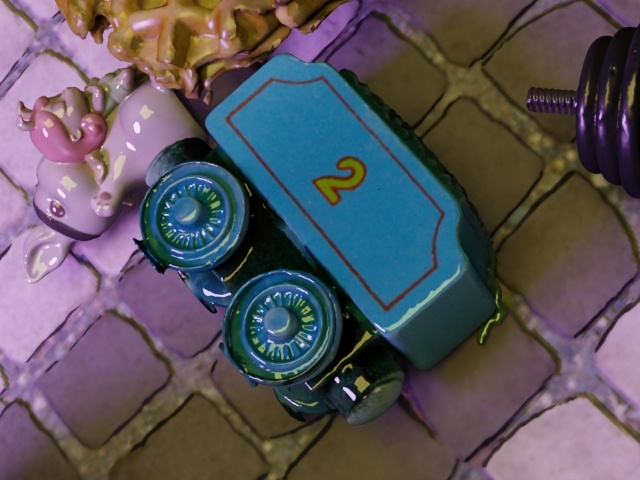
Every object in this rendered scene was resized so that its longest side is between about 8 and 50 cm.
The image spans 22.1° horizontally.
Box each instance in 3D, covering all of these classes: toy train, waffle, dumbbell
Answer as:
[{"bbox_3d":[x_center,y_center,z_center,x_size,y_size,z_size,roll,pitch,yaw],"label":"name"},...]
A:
[{"bbox_3d":[0.000,0.000,0.930,0.163,0.112,0.203,-41,68,1],"label":"toy train"},{"bbox_3d":[-0.060,-0.207,1.006,0.245,0.052,0.254,-36,54,-9],"label":"waffle"},{"bbox_3d":[0.212,-0.068,0.870,0.209,0.099,0.099,6,79,22],"label":"dumbbell"}]

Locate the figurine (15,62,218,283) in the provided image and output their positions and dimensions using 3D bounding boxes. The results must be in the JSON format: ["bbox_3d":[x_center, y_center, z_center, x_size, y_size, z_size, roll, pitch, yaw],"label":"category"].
[{"bbox_3d":[-0.147,-0.052,1.015,0.146,0.081,0.098,-34,93,4],"label":"figurine"}]
